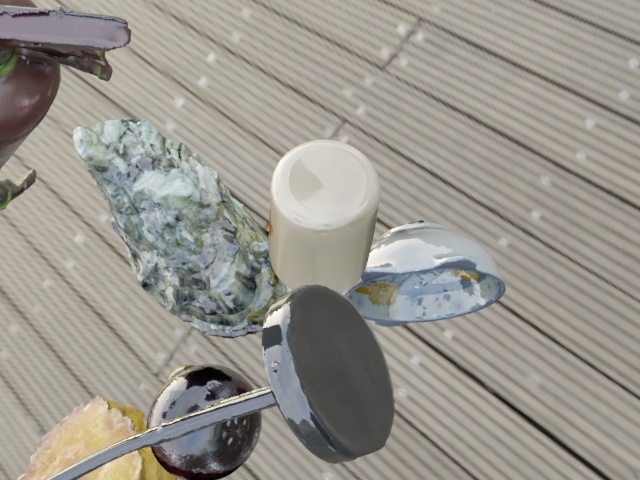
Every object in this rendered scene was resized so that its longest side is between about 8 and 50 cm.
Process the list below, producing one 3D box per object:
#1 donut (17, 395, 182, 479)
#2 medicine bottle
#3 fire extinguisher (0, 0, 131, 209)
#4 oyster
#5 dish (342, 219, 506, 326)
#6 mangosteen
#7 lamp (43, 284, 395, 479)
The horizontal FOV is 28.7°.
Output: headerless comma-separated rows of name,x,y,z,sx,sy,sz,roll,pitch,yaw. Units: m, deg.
donut,-0.246,0.445,1.729,0.435,0.163,0.378,28,73,35
medicine bottle,0.000,0.000,1.359,0.114,0.252,0.114,1,61,-2
fire extinguisher,-0.213,-0.072,0.752,0.341,0.141,0.105,-24,69,60
oyster,-0.179,-0.020,1.534,0.162,0.351,0.158,-45,26,-10
dish,0.113,0.029,1.538,0.236,0.227,0.086,-26,60,43
mangosteen,-0.151,0.224,1.560,0.152,0.152,0.153,-20,54,29
lamp,-0.141,0.128,0.760,0.371,0.108,0.130,-16,66,8
